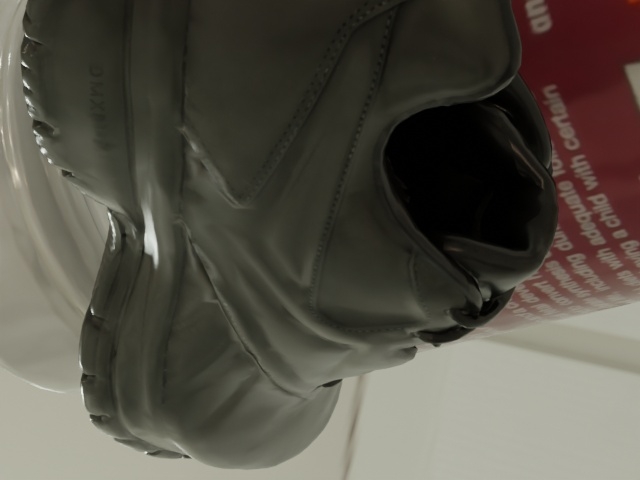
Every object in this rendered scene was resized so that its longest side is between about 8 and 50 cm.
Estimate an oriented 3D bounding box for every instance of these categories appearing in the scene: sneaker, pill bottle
[{"bbox_3d":[0.000,0.000,0.498,0.286,0.130,0.109,86,-158,-62],"label":"sneaker"},{"bbox_3d":[0.037,-0.067,0.719,0.224,0.392,0.224,40,-138,-50],"label":"pill bottle"}]
